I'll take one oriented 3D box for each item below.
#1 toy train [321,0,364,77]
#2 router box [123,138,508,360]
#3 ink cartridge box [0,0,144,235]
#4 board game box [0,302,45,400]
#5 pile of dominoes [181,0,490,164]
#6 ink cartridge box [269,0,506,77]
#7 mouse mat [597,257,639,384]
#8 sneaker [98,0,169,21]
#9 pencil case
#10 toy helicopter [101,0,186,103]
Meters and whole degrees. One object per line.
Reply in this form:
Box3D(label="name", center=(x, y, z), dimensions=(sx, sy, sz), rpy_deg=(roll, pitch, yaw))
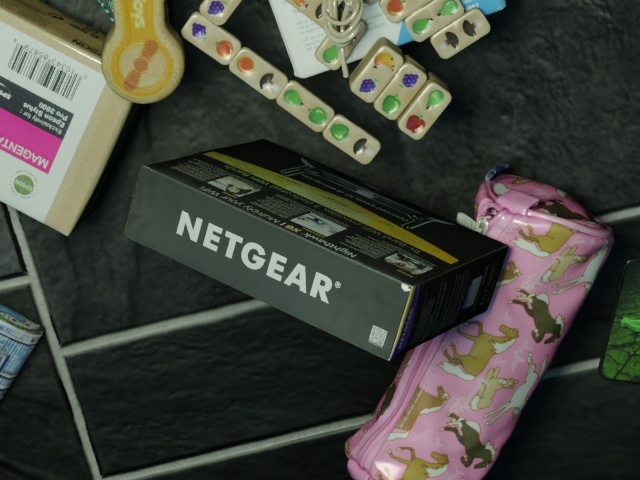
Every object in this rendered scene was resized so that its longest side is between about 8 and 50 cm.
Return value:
Box3D(label="toy train", center=(0.033, -0.268, 1.546), dimensions=(0.105, 0.143, 0.248), rpy_deg=(-2, 100, -3))
Box3D(label="router box", center=(0.000, 0.000, 1.680), dimensions=(0.309, 0.243, 0.081), rpy_deg=(24, 109, 23))
Box3D(label="ink cartridge box", center=(-0.310, -0.144, 1.728), dimensions=(0.234, 0.088, 0.193), rpy_deg=(27, 110, 1))
Box3D(label="board game box", center=(-0.413, 0.098, 1.854), dimensions=(0.194, 0.060, 0.194), rpy_deg=(30, 106, -12))
Box3D(label="pile of dominoes", center=(0.019, -0.202, 1.644), dimensions=(0.251, 0.040, 0.196), rpy_deg=(34, 106, -14))
Box3D(label="ink cartridge box", center=(0.030, -0.349, 1.680), dimensions=(0.223, 0.129, 0.307), rpy_deg=(-18, 110, 5))
Box3D(label="mouse mat", center=(0.422, 0.102, 1.927), dimensions=(0.189, 0.007, 0.153), rpy_deg=(8, 109, -7))
Box3D(label="sneaker", center=(-0.200, -0.249, 1.750), dimensions=(0.076, 0.065, 0.166), rpy_deg=(3, 107, 13))
Box3D(label="pencil case", center=(0.169, 0.116, 1.839), dimensions=(0.167, 0.160, 0.386), rpy_deg=(24, 107, -2))
Box3D(label="toy helicopter", center=(-0.158, -0.300, 1.573), dimensions=(0.235, 0.140, 0.355), rpy_deg=(-4, 115, -6))
